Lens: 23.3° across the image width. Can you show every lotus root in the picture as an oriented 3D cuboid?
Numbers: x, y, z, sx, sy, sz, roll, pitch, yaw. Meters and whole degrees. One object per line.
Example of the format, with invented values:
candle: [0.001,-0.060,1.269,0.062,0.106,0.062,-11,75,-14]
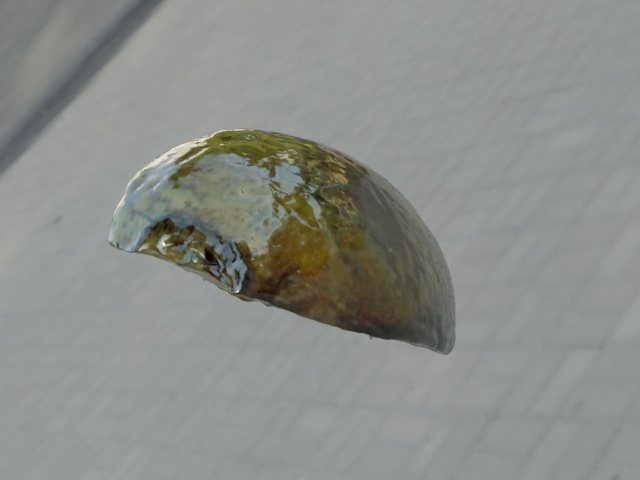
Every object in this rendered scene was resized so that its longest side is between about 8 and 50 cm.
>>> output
lotus root: [0.000,-0.006,1.222,0.210,0.314,0.142,16,88,28]
